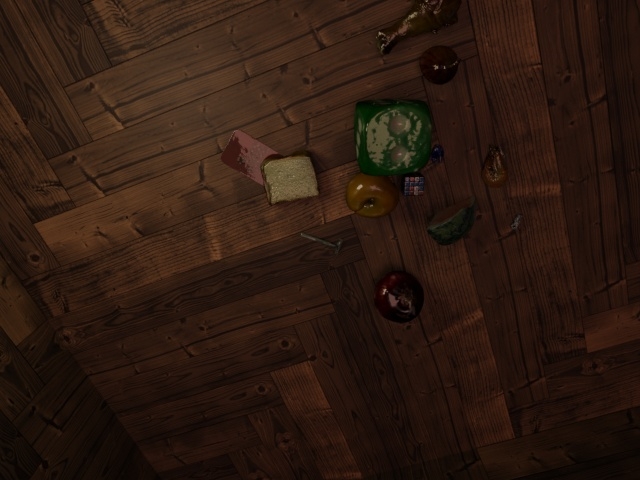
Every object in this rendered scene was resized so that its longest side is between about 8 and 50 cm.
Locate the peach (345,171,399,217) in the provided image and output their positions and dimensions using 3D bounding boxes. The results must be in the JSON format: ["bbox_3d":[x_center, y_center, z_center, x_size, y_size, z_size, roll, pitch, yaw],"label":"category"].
[{"bbox_3d":[0.236,-0.209,1.918,0.252,0.153,0.251,12,140,10],"label":"peach"}]

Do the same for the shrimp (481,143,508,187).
[{"bbox_3d":[0.812,-0.345,1.929,0.115,0.051,0.217,-15,113,8],"label":"shrimp"}]

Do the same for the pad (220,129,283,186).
[{"bbox_3d":[-0.319,-0.383,1.936,0.267,0.004,0.181,29,109,-11],"label":"pad"}]

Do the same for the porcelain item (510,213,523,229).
[{"bbox_3d":[0.972,-0.090,2.041,0.036,0.028,0.083,25,112,8],"label":"porcelain item"}]

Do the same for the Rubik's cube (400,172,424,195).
[{"bbox_3d":[0.432,-0.265,1.935,0.092,0.092,0.092,-1,112,1],"label":"Rubik's cube"}]

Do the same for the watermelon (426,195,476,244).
[{"bbox_3d":[0.646,-0.094,1.977,0.260,0.256,0.175,-27,65,18],"label":"watermelon"}]

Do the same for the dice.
[{"bbox_3d":[0.298,-0.446,1.757,0.288,0.297,0.299,-5,111,0],"label":"dice"}]

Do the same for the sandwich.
[{"bbox_3d":[-0.145,-0.293,1.927,0.251,0.087,0.226,-13,114,2],"label":"sandwich"}]

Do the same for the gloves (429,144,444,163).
[{"bbox_3d":[0.545,-0.400,1.917,0.064,0.026,0.086,12,111,-7],"label":"gloves"}]

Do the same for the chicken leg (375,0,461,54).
[{"bbox_3d":[0.389,-0.913,1.654,0.361,0.140,0.211,-21,118,4],"label":"chicken leg"}]

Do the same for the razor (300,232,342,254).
[{"bbox_3d":[-0.001,0.002,2.072,0.212,0.036,0.084,17,109,-7],"label":"razor"}]

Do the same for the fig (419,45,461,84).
[{"bbox_3d":[0.508,-0.721,1.721,0.148,0.201,0.149,-40,142,28],"label":"fig"}]

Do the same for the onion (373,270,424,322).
[{"bbox_3d":[0.385,0.289,2.116,0.273,0.285,0.272,4,80,-23],"label":"onion"}]
